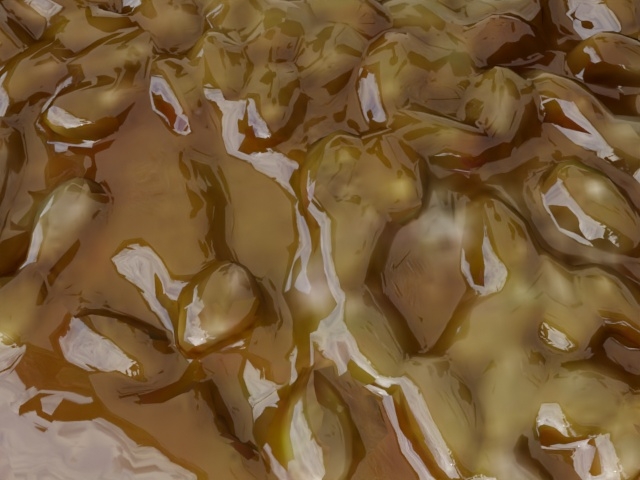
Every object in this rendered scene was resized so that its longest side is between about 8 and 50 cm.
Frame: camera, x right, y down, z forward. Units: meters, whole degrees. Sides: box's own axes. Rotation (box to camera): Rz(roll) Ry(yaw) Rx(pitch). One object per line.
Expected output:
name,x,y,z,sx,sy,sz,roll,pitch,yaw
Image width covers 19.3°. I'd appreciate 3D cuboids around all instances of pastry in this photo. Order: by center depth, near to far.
pastry,0.000,0.000,0.559,0.409,0.410,0.245,-112,16,-55
